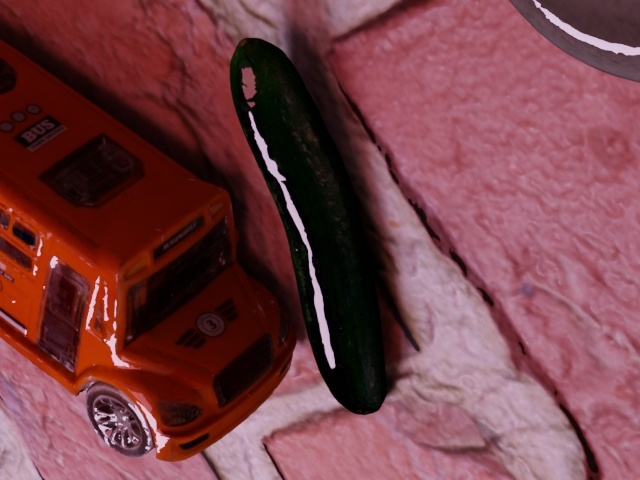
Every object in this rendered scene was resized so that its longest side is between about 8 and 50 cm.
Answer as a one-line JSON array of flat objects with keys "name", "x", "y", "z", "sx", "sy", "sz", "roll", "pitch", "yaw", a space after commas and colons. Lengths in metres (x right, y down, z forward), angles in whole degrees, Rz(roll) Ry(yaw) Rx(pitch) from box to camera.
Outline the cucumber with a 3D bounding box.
[{"name": "cucumber", "x": 0.000, "y": 0.000, "z": 1.118, "sx": 0.056, "sy": 0.056, "sz": 0.284, "roll": 9, "pitch": 130, "yaw": 38}]

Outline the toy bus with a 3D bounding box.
[{"name": "toy bus", "x": -0.166, "y": -0.006, "z": 1.196, "sx": 0.329, "sy": 0.143, "sz": 0.153, "roll": 36, "pitch": 138, "yaw": 18}]

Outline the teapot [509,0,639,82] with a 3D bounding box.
[{"name": "teapot", "x": 0.158, "y": -0.166, "z": 0.798, "sx": 0.294, "sy": 0.129, "sz": 0.193, "roll": 11, "pitch": 126, "yaw": 34}]
